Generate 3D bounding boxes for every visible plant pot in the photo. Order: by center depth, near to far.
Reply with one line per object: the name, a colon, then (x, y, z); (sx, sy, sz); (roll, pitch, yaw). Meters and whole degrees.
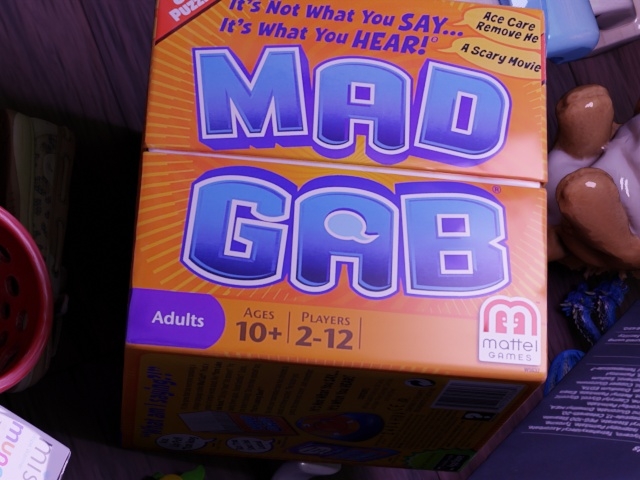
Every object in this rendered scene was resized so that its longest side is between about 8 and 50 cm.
plant pot: (-0.359, 0.064, 1.449); (0.191, 0.174, 0.191); (14, 68, -36)

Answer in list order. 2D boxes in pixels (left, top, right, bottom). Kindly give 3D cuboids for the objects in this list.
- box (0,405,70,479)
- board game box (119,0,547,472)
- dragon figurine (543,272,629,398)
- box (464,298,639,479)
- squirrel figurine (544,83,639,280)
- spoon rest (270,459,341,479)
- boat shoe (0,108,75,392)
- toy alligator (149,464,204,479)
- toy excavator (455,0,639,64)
box: (-0.376, 0.182, 1.338); (0.231, 0.262, 0.126); (38, 55, -25)
board game box: (0.000, 0.000, 1.561); (0.356, 0.356, 0.356); (5, 69, -6)
dragon figurine: (0.338, 0.181, 2.040); (0.144, 0.085, 0.289); (38, 59, -22)
box: (0.420, 0.384, 1.824); (0.472, 0.297, 0.479); (-39, 118, -42)
squirrel figurine: (0.339, -0.034, 1.971); (0.397, 0.370, 0.281); (33, 42, -63)
spoon rest: (-0.033, 0.364, 1.693); (0.137, 0.084, 0.276); (11, 82, -35)
boat shoe: (-0.276, 0.009, 1.584); (0.089, 0.104, 0.285); (10, 68, -34)
toy alligator: (-0.180, 0.286, 1.607); (0.051, 0.056, 0.189); (23, 52, 18)
toy excavator: (0.262, -0.278, 2.024); (0.445, 0.433, 0.222); (-14, 83, -13)
